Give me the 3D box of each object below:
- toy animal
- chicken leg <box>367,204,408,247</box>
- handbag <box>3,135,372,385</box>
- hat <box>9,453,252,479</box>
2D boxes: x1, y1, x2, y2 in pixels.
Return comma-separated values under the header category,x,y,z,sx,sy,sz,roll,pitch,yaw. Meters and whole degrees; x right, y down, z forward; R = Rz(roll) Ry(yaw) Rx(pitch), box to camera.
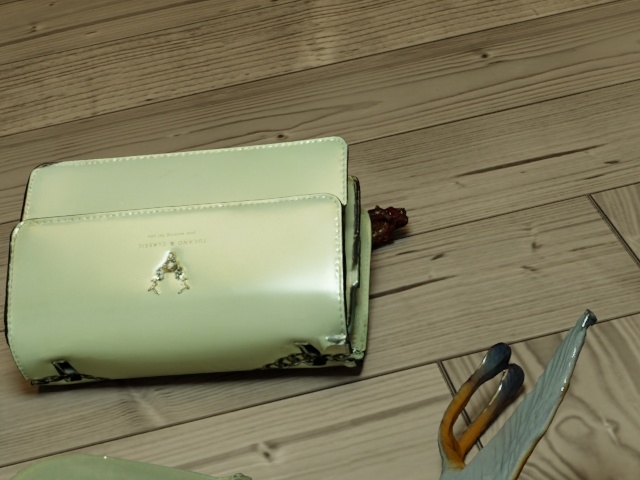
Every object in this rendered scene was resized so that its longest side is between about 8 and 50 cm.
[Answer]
category,x,y,z,sx,sy,sz,roll,pitch,yaw
toy animal,0.125,0.205,1.416,0.302,0.225,0.284,-34,19,-17
chicken leg,0.003,0.000,1.855,0.205,0.053,0.093,-14,11,-18
handbag,-0.135,0.030,1.713,0.358,0.160,0.236,-5,56,10
hat,-0.148,0.275,1.324,0.245,0.149,0.214,-1,18,8
